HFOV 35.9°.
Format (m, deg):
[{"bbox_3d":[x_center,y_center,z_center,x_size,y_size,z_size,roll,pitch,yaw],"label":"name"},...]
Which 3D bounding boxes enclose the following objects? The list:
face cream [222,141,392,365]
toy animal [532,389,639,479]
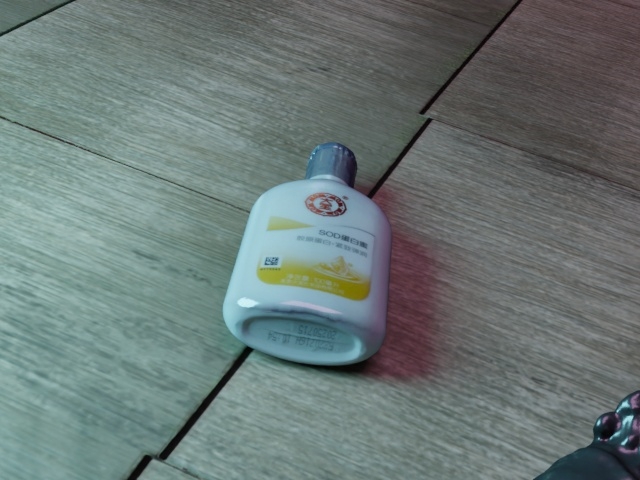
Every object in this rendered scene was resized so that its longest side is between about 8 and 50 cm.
[{"bbox_3d":[0.000,0.000,0.934,0.143,0.071,0.291,12,35,1],"label":"face cream"},{"bbox_3d":[0.170,0.189,0.628,0.106,0.168,0.343,31,55,29],"label":"toy animal"}]
